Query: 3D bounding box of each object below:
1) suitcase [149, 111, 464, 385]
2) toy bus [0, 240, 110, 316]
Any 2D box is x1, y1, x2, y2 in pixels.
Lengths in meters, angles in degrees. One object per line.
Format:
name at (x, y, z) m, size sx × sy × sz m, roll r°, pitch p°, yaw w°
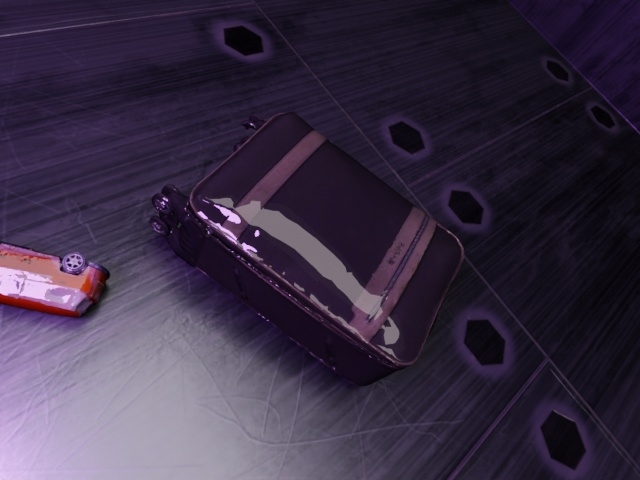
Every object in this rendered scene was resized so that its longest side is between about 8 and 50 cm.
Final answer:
suitcase at (0.000, 0.000, 0.696) m, size 0.434 × 0.194 × 0.283 m, roll 38°, pitch 54°, yaw -1°
toy bus at (-0.366, 0.046, 0.577) m, size 0.175 × 0.079 × 0.077 m, roll 17°, pitch 64°, yaw -15°
